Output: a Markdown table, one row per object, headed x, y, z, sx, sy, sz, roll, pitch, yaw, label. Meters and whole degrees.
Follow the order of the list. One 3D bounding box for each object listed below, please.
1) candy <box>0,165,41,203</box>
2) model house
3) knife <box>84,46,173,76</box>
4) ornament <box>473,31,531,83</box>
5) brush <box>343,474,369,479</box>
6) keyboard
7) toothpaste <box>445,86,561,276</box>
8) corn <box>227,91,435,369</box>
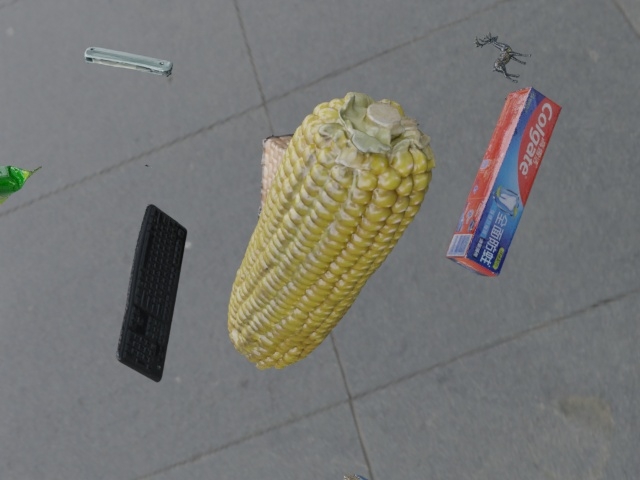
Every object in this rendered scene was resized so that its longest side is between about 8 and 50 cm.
| x | y | z | sx | sy | sz | roll | pitch | yaw | label |
| --- | --- | --- | --- | --- | --- | --- | --- | --- | --- |
| -0.342 | -0.036 | 0.810 | 0.102 | 0.178 | 0.032 | -21 | 86 | 34 | candy |
| 0.016 | -0.085 | 1.557 | 0.183 | 0.166 | 0.172 | -13 | 28 | -33 | model house |
| -0.351 | -0.324 | 1.687 | 0.162 | 0.023 | 0.044 | 11 | 39 | 3 | knife |
| 0.378 | -0.393 | 1.968 | 0.125 | 0.028 | 0.073 | 30 | 87 | -4 | ornament |
| 0.105 | 0.419 | 1.578 | 0.051 | 0.164 | 0.014 | 26 | 95 | 49 | brush |
| -0.256 | 0.032 | 1.456 | 0.041 | 0.103 | 0.381 | -22 | 50 | 26 | keyboard |
| 0.309 | -0.099 | 1.560 | 0.066 | 0.076 | 0.320 | 0 | 66 | 65 | toothpaste |
| 0.000 | 0.000 | 0.947 | 0.144 | 0.387 | 0.143 | 10 | 53 | -13 | corn |
